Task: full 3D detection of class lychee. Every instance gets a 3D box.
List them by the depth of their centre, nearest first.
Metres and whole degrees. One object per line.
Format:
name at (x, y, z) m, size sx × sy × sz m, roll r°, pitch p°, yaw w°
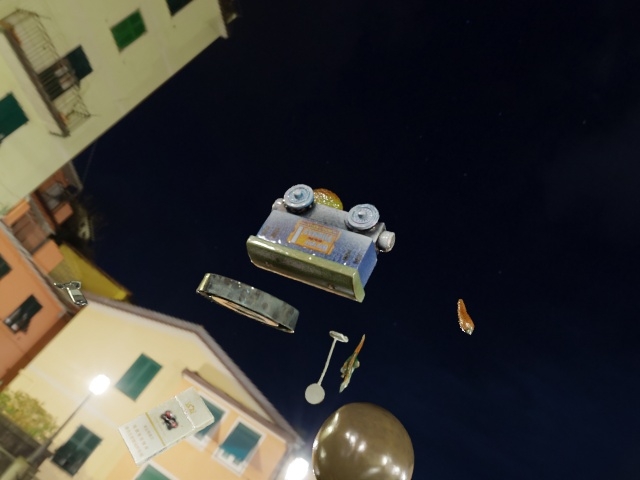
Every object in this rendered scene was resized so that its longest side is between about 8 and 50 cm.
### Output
lychee at (0.004, -0.083, 1.515) m, size 0.114 × 0.147 × 0.114 m, roll 6°, pitch -51°, yaw 8°

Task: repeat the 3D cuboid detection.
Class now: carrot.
carrot at (0.389, 0.207, 1.517) m, size 0.035 × 0.142 × 0.035 m, roll 1°, pitch -62°, yaw 1°

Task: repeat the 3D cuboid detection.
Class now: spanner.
spanner at (-0.823, 0.173, 1.860) m, size 0.087 × 0.024 × 0.315 m, roll 7°, pitch 6°, yaw -32°

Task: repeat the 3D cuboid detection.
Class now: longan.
longan at (0.097, 0.505, 1.326) m, size 0.258 × 0.258 × 0.258 m, roll 25°, pitch -34°, yaw 18°

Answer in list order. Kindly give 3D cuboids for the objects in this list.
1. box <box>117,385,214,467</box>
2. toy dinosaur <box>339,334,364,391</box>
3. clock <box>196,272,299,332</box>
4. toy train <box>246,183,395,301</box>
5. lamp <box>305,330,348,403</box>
box at (-0.309, 0.370, 1.126) m, size 0.090 × 0.166 × 0.024 m, roll 44°, pitch -34°, yaw 33°
toy dinosaur at (0.098, 0.378, 1.744) m, size 0.044 × 0.187 × 0.106 m, roll 29°, pitch -7°, yaw 12°
clock at (-0.257, 0.225, 2.016) m, size 0.385 × 0.077 × 0.386 m, roll 21°, pitch -15°, yaw 6°
toy train at (0.000, 0.000, 1.237) m, size 0.299 × 0.202 × 0.131 m, roll 17°, pitch -31°, yaw 25°
lamp at (0.017, 0.331, 1.457) m, size 0.050 × 0.198 × 0.056 m, roll 14°, pitch -22°, yaw 24°
